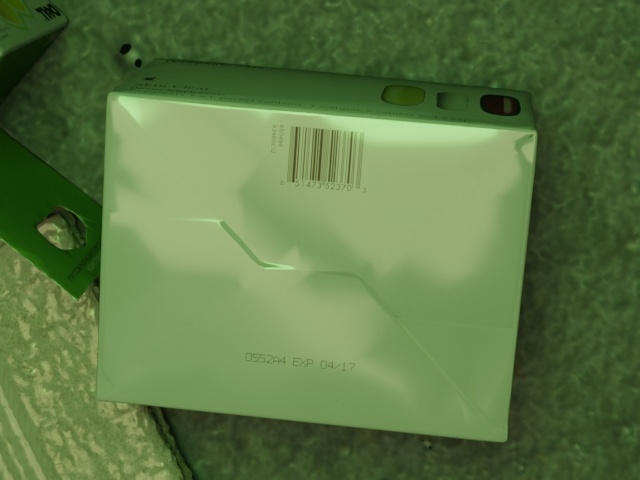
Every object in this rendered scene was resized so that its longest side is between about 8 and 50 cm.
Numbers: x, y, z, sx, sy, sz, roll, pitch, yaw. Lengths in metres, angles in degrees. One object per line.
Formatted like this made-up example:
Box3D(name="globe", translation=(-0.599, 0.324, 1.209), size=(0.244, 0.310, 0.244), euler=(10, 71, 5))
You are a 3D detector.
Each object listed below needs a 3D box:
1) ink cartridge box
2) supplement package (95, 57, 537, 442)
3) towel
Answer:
Box3D(name="ink cartridge box", translation=(-0.207, -0.098, 1.044), size=(0.255, 0.189, 0.097), euler=(40, 102, -6))
Box3D(name="supplement package", translation=(0.000, 0.000, 1.067), size=(0.262, 0.145, 0.204), euler=(5, 105, 4))
Box3D(name="towel", translation=(-0.208, 0.127, 1.165), size=(0.187, 0.049, 0.282), euler=(-23, 98, 11))
